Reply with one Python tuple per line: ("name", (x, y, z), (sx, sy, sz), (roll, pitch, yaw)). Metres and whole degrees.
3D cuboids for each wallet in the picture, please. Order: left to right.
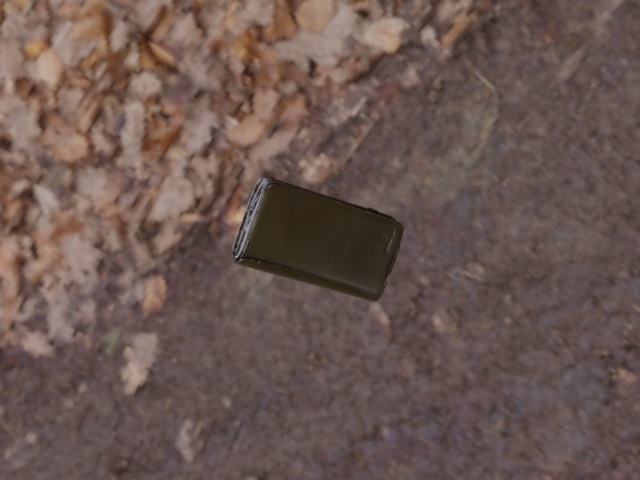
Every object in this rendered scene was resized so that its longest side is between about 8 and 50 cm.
("wallet", (0.000, 0.000, 1.591), (0.031, 0.198, 0.110), (30, 101, 62))
